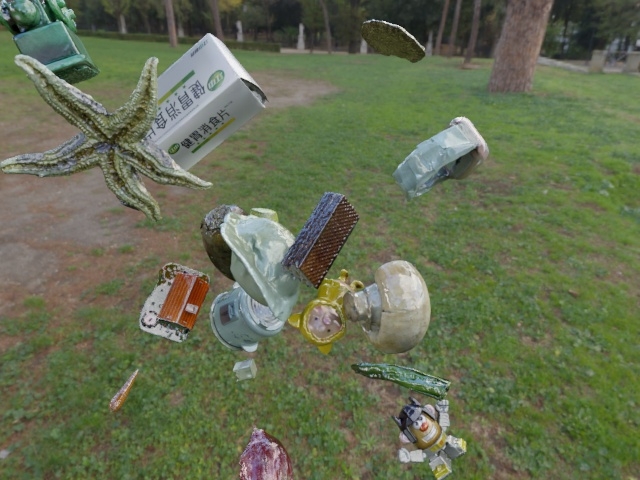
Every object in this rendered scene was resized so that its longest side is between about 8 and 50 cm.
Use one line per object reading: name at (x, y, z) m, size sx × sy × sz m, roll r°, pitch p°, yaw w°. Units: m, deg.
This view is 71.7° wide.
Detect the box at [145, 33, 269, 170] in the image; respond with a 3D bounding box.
box at (-0.317, -0.329, 1.109) m, size 0.173 × 0.333 × 0.145 m, roll 57°, pitch 9°, yaw 21°

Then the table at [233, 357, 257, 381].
table at (-0.338, 0.582, 1.986) m, size 0.083 × 0.062 × 0.079 m, roll -14°, pitch 13°, yaw 5°

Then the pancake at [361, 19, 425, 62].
pancake at (0.235, -0.646, 1.442) m, size 0.235 × 0.029 × 0.212 m, roll 28°, pitch 2°, yaw 15°

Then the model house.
model house at (-0.550, 0.222, 1.694) m, size 0.207 × 0.154 × 0.293 m, roll 24°, pitch 65°, yaw -16°

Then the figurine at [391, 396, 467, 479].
figurine at (0.404, 0.745, 1.701) m, size 0.309 × 0.143 × 0.308 m, roll 17°, pitch 48°, yaw -20°

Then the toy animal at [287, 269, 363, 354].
toy animal at (0.029, 0.191, 1.251) m, size 0.156 × 0.156 × 0.229 m, roll 22°, pitch 60°, yaw 37°

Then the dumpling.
dumpling at (-0.158, 0.041, 1.254) m, size 0.212 × 0.269 × 0.321 m, roll -34°, pitch 37°, yaw -26°

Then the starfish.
starfish at (-0.209, -0.110, 0.458) m, size 0.208 × 0.176 × 0.053 m, roll 30°, pitch 24°, yaw -36°

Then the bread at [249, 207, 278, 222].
bread at (-0.216, -0.062, 1.699) m, size 0.111 × 0.114 × 0.129 m, roll -9°, pitch 19°, yaw -44°

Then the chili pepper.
chili pepper at (0.237, 0.429, 1.411) m, size 0.359 × 0.076 × 0.085 m, roll 4°, pitch 28°, yaw 41°

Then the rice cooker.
rice cooker at (-0.308, 0.311, 1.855) m, size 0.317 × 0.316 × 0.264 m, roll 24°, pitch 12°, yaw 38°

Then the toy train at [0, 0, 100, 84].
toy train at (-0.653, -0.488, 1.069) m, size 0.145 × 0.201 × 0.266 m, roll -25°, pitch 19°, yaw -11°

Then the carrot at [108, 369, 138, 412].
carrot at (-0.780, 0.594, 1.772) m, size 0.048 × 0.048 × 0.216 m, roll 4°, pitch 29°, yaw 6°

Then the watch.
watch at (0.341, -0.232, 1.339) m, size 0.241 × 0.253 × 0.161 m, roll -25°, pitch 75°, yaw -13°

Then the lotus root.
lotus root at (-0.296, 0.010, 1.491) m, size 0.179 × 0.397 × 0.195 m, roll -27°, pitch 65°, yaw -13°

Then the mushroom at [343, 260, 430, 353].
mushroom at (0.174, 0.189, 1.124) m, size 0.195 × 0.253 × 0.188 m, roll -5°, pitch 43°, yaw -20°

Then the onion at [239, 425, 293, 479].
onion at (-0.198, 0.837, 1.683) m, size 0.227 × 0.120 × 0.283 m, roll 19°, pitch 42°, yaw -48°

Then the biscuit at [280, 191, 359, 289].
biscuit at (0.000, 0.000, 1.132) m, size 0.070 × 0.106 × 0.252 m, roll 15°, pitch 65°, yaw 42°
